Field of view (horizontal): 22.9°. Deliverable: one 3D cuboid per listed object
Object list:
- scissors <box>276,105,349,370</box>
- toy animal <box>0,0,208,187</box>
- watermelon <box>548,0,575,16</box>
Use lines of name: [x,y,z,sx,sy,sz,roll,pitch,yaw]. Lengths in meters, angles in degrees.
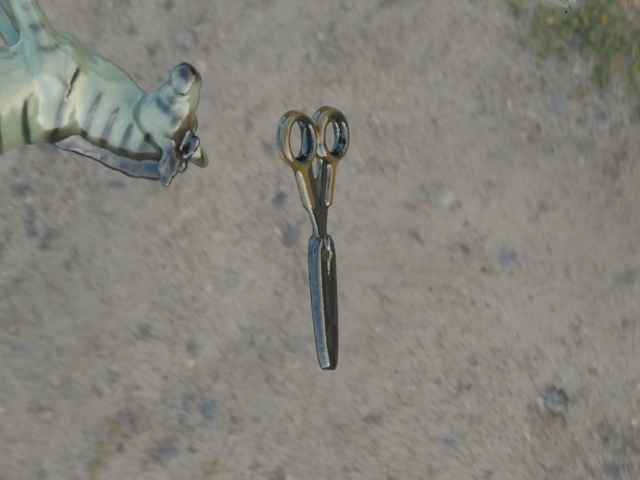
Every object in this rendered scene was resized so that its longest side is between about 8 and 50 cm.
scissors: [0.000,0.000,1.306,0.017,0.088,0.220,2,99,36]
toy animal: [-0.186,-0.081,0.926,0.217,0.073,0.176,-27,92,-8]
watermelon: [0.090,-0.232,0.813,0.262,0.201,0.213,17,112,-22]
